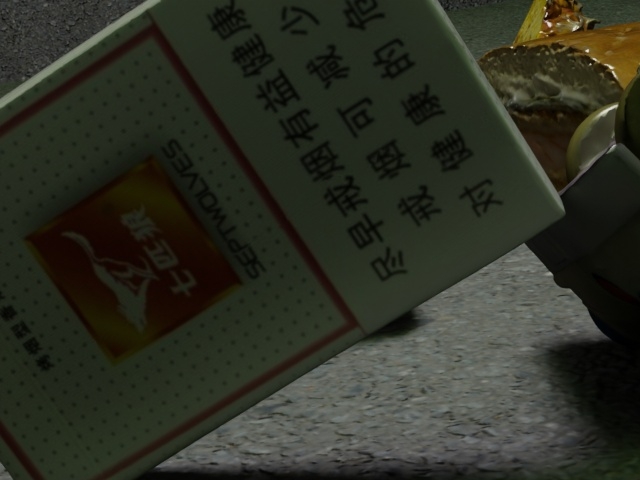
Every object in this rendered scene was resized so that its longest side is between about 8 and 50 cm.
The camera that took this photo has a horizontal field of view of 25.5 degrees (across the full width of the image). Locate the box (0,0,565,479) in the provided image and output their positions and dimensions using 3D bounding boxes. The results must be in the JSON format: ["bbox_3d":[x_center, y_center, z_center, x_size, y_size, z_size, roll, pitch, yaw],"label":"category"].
[{"bbox_3d":[-0.066,-0.021,0.760,0.330,0.210,0.095,-33,12,8],"label":"box"}]

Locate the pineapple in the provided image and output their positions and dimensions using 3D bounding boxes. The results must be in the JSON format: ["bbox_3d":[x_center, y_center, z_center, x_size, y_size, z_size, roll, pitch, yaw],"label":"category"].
[{"bbox_3d":[0.283,-0.183,1.545,0.164,0.140,0.249,26,56,4],"label":"pineapple"}]

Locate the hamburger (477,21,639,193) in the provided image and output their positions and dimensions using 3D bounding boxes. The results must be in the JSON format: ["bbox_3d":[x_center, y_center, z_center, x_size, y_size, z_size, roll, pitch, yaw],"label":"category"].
[{"bbox_3d":[0.291,-0.124,1.341,0.209,0.162,0.330,-15,11,-24],"label":"hamburger"}]

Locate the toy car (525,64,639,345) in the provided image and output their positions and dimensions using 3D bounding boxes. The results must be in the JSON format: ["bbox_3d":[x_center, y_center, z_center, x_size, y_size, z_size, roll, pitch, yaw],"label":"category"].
[{"bbox_3d":[0.306,-0.060,0.854,0.336,0.226,0.242,-45,-5,-3],"label":"toy car"}]
